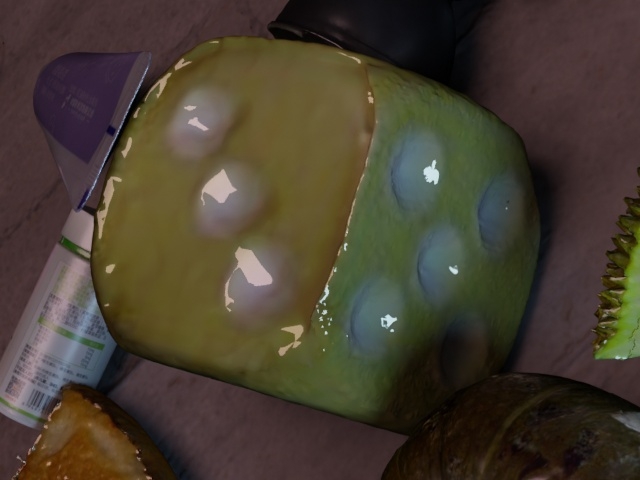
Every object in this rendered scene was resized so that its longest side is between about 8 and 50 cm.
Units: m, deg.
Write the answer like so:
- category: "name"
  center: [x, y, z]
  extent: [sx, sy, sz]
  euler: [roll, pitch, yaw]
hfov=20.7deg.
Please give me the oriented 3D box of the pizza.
- category: "pizza"
  center: [-0.179, 0.279, 1.389]
  extent: [0.223, 0.089, 0.323]
  euler: [-41, 51, 15]

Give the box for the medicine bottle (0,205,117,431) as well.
- category: "medicine bottle"
  center: [-0.209, 0.068, 1.490]
  extent: [0.086, 0.086, 0.183]
  euler: [29, 94, 42]

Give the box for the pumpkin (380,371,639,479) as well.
- category: "pumpkin"
  center: [0.124, 0.205, 1.071]
  extent: [0.260, 0.189, 0.260]
  euler: [-12, 74, 52]

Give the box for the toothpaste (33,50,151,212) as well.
- category: "toothpaste"
  center: [-0.187, -0.104, 1.410]
  extent: [0.125, 0.080, 0.371]
  euler: [-64, 14, 2]

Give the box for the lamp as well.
- category: "lamp"
  center: [0.084, -0.218, 1.323]
  extent: [0.172, 0.147, 0.227]
  euler: [29, 87, 29]

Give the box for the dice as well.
- category: "dice"
  center: [0.000, 0.000, 1.240]
  extent: [0.238, 0.226, 0.233]
  euler: [13, 83, 41]

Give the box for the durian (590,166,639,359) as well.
- category: "durian"
  center: [0.310, -0.022, 0.994]
  extent: [0.351, 0.158, 0.169]
  euler: [-9, 102, 39]
